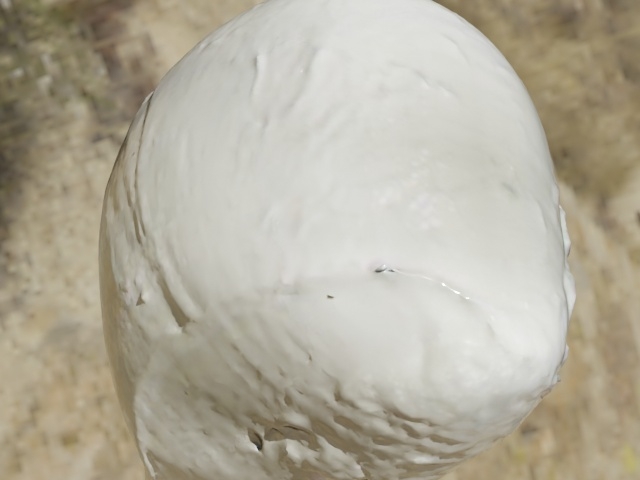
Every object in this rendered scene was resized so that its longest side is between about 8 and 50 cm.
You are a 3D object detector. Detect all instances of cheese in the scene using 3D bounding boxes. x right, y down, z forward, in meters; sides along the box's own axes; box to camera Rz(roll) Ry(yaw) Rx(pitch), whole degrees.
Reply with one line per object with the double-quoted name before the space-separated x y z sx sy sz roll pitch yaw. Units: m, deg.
"cheese" 0.000 0.000 0.741 0.154 0.198 0.189 23 56 -30
